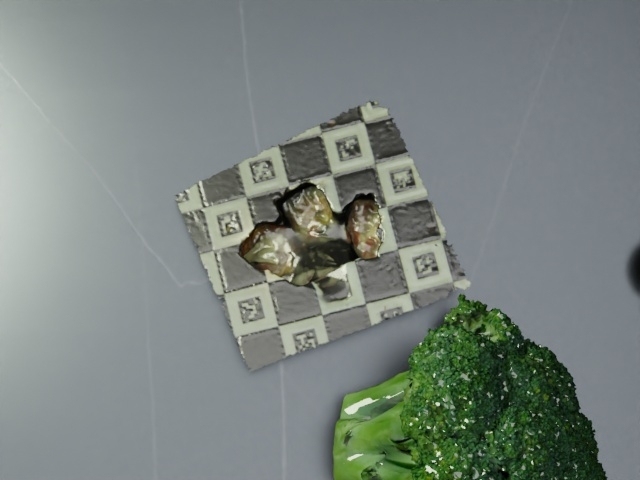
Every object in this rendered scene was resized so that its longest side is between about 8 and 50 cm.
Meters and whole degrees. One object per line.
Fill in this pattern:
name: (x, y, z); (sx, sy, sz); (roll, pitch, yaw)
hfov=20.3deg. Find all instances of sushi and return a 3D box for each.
sushi: (0.000, 0.000, 1.594); (0.210, 0.040, 0.193); (-23, 79, -2)

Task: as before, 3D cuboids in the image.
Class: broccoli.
broccoli: (0.124, 0.192, 1.506); (0.241, 0.261, 0.269); (5, 124, 20)
